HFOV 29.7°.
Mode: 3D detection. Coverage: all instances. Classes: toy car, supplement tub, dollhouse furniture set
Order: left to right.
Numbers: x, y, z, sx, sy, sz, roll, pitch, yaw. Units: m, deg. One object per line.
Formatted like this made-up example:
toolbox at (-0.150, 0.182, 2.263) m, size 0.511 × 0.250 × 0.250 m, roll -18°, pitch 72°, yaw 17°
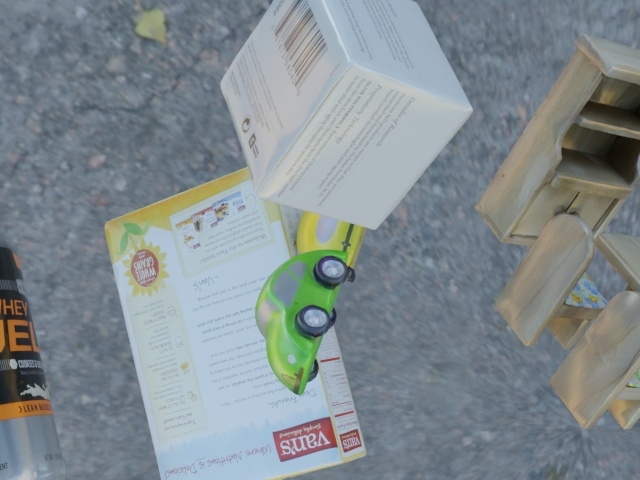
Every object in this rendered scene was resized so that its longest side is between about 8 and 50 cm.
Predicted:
supplement tub at (-0.374, 0.112, 1.176) m, size 0.193 × 0.193 × 0.316 m, roll -17°, pitch 80°, yaw 9°
toy car at (0.000, 0.000, 0.821) m, size 0.053 × 0.239 × 0.225 m, roll 17°, pitch 52°, yaw 4°
dollhouse furniture set at (0.239, -0.005, 0.842) m, size 0.161 × 0.212 × 0.242 m, roll -60°, pitch 42°, yaw 29°

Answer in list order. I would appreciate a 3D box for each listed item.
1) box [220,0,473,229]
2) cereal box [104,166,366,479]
box at (0.011, -0.081, 0.675) m, size 0.102 × 0.087 × 0.101 m, roll -52°, pitch 40°, yaw 32°
cereal box at (-0.073, 0.076, 0.964) m, size 0.173 × 0.047 × 0.240 m, roll -18°, pitch 82°, yaw 28°
